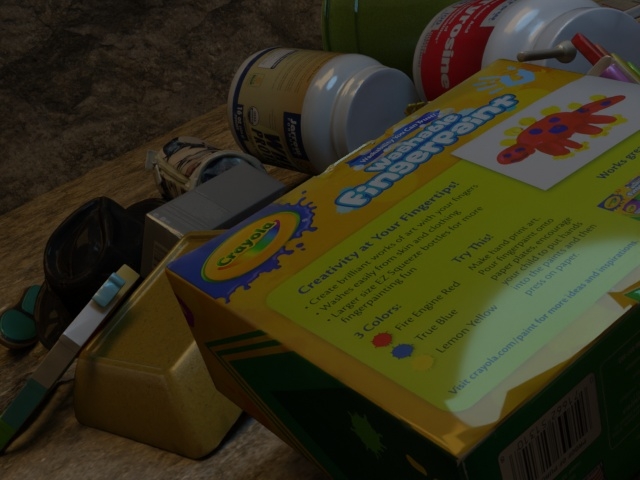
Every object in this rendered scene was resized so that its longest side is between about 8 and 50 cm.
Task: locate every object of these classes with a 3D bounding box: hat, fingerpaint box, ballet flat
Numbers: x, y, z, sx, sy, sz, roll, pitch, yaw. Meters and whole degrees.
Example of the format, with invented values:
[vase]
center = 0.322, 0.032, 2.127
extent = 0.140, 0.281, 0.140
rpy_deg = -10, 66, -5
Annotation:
[hat]
center = -0.366, 0.021, 1.517
extent = 0.331, 0.134, 0.331
rpy_deg = -18, 42, 16
[fingerpaint box]
center = 0.156, 0.028, 0.803
extent = 0.444, 0.163, 0.371
rpy_deg = -34, 35, -25
[ballet flat]
center = -0.542, 0.155, 1.664
extent = 0.073, 0.080, 0.232
rpy_deg = -50, 10, 14

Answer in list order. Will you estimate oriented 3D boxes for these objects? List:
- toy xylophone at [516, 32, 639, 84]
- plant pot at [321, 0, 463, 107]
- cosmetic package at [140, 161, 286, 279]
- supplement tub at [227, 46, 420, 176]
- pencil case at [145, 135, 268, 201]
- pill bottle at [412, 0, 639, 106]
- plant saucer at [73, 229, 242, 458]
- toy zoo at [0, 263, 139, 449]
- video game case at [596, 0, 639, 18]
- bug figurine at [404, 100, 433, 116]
[toy xylophone]
center = 0.346, -0.159, 1.042
extent = 0.081, 0.236, 0.322
rpy_deg = -47, -7, 27
[plant pot]
center = 0.245, -0.433, 1.880
extent = 0.352, 0.367, 0.366
rpy_deg = 1, 29, 30
[cosmetic package]
center = -0.166, -0.017, 1.455
extent = 0.107, 0.127, 0.238
rpy_deg = 31, 41, 25
[supplement tub]
center = 0.004, -0.231, 1.685
extent = 0.228, 0.228, 0.316
rpy_deg = -36, 35, -31
[pencil case]
center = -0.220, -0.111, 1.795
extent = 0.183, 0.160, 0.410
rpy_deg = 1, 10, -20
[pill bottle]
center = 0.316, -0.262, 1.416
extent = 0.229, 0.229, 0.407
rpy_deg = -28, 18, -9
[plant saucer]
center = -0.156, 0.094, 1.156
extent = 0.332, 0.081, 0.333
rpy_deg = -2, 44, 51
[toy zoo]
center = -0.339, 0.146, 1.240
extent = 0.293, 0.030, 0.192
rpy_deg = -48, 7, 27
[video game case]
center = 0.564, -0.467, 1.993
extent = 0.285, 0.025, 0.204
rpy_deg = -22, 18, 8
[bug figurine]
center = 0.143, -0.109, 1.339
extent = 0.216, 0.072, 0.279
rpy_deg = -13, -18, -20
